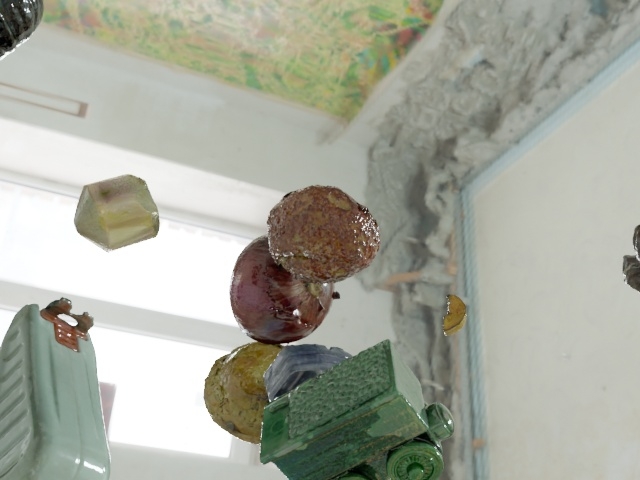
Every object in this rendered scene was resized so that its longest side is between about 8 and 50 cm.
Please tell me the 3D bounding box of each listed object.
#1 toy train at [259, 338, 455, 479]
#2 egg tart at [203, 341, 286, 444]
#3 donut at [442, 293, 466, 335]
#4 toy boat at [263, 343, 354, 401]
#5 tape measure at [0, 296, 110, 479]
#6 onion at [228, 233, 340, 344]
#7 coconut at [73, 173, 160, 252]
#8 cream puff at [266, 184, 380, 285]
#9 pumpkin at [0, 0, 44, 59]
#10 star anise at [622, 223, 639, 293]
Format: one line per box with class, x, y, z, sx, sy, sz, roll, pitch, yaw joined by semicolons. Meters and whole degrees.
toy train;0.059;0.293;1.240;0.266;0.202;0.145;-31;-157;14
egg tart;-0.142;0.364;2.145;0.341;0.341;0.129;-104;-166;-52
donut;0.271;0.155;1.711;0.067;0.038;0.083;-30;-139;2
toy boat;0.016;0.279;1.628;0.127;0.283;0.078;-55;-135;19
tape measure;-0.331;0.226;0.910;0.246;0.125;0.243;-42;-141;13
onion;-0.099;0.114;1.972;0.276;0.276;0.276;-166;-90;-70
coconut;-0.401;-0.049;1.610;0.147;0.153;0.147;47;-34;46
cream puff;-0.001;0.000;1.709;0.240;0.240;0.163;-42;-149;57
pumpkin;-0.636;-0.443;1.498;0.248;0.248;0.247;-166;-90;-70
star anise;0.573;0.073;1.296;0.236;0.109;0.223;31;-38;29
